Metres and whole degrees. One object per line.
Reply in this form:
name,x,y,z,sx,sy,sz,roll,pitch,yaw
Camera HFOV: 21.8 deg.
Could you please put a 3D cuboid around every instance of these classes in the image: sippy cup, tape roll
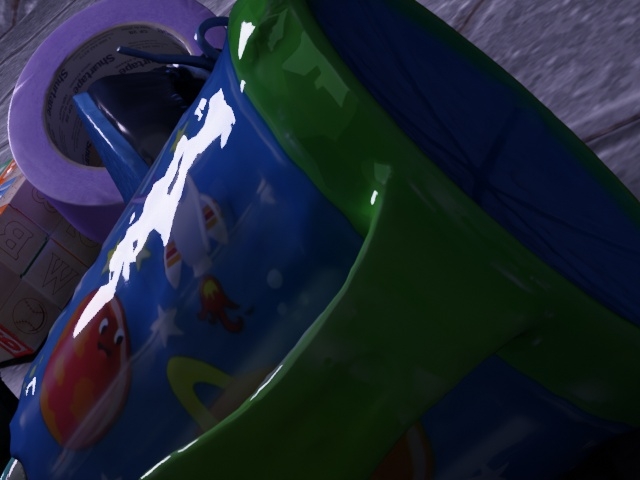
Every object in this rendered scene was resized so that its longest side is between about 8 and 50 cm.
sippy cup,0.003,0.041,0.668,0.224,0.305,0.240,-47,58,19
tape roll,-0.138,-0.092,1.276,0.189,0.080,0.189,-8,62,16

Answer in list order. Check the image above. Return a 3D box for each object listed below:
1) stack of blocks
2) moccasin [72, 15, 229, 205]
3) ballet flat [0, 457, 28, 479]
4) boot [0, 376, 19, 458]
stack of blocks,-0.229,-0.037,1.426,0.171,0.087,0.297,-18,36,58
moccasin,-0.067,-0.065,0.939,0.117,0.137,0.342,-28,16,-4
ballet flat,-0.125,0.099,0.963,0.068,0.072,0.213,-7,30,13
boot,-0.297,0.149,1.099,0.207,0.094,0.246,-35,-1,-7
